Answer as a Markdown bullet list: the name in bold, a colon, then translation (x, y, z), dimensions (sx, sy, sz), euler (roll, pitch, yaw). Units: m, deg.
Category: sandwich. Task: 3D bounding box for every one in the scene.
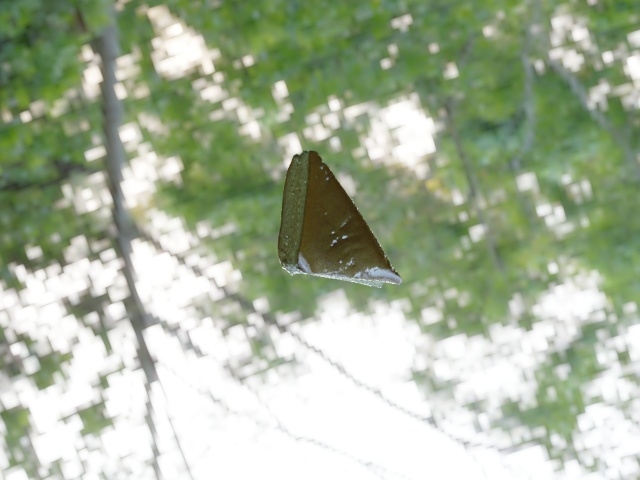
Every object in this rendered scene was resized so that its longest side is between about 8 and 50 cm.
- **sandwich**: translation (0.000, 0.000, 0.909), dimensions (0.044, 0.083, 0.031), euler (-39, -163, -19)
